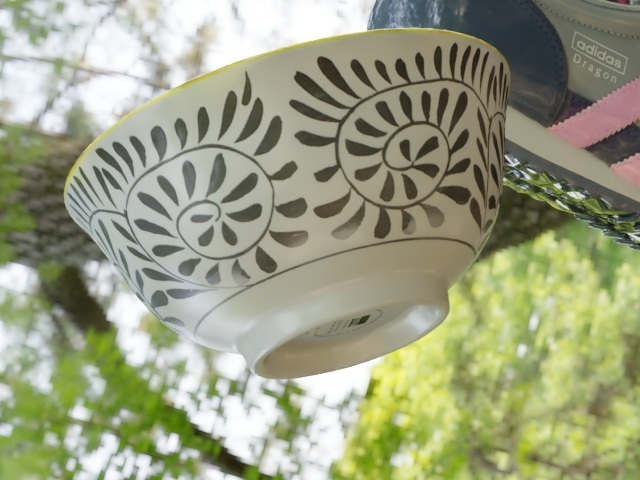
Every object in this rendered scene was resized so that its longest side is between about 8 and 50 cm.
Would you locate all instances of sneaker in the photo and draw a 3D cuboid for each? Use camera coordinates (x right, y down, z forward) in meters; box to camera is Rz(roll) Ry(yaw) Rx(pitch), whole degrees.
[{"bbox_3d":[0.172,-0.065,0.805,0.112,0.319,0.131,11,77,66],"label":"sneaker"}]

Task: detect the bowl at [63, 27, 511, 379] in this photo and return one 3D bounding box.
[{"bbox_3d":[0.000,0.000,0.574,0.170,0.170,0.080,56,-164,-71],"label":"bowl"}]
